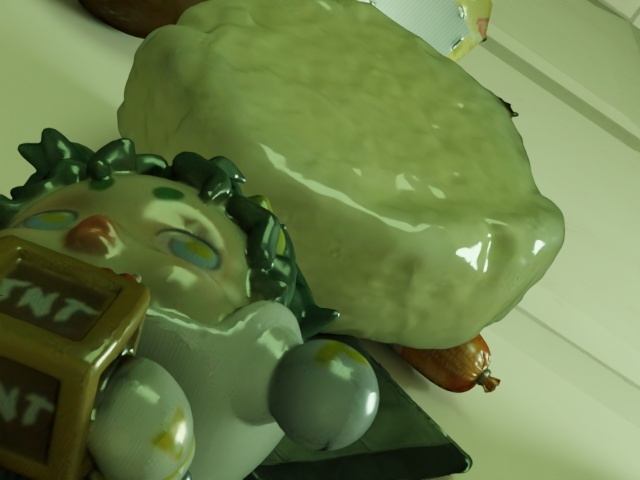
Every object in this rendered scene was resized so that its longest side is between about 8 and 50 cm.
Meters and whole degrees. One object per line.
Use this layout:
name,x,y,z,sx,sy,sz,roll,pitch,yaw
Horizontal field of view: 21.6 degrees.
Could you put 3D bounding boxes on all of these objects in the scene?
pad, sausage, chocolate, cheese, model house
pad,-0.016,0.099,1.061,0.174,0.022,0.233,46,23,25
sausage,0.000,0.000,1.262,0.348,0.053,0.053,41,20,17
chocolate,-0.150,-0.255,1.456,0.177,0.177,0.177,31,20,-13
cheese,0.019,-0.059,1.205,0.326,0.115,0.318,33,33,2
model house,0.045,-0.250,1.726,0.136,0.207,0.219,25,-24,46

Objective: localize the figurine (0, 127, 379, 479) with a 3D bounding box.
figurine,-0.115,0.067,0.738,0.261,0.186,0.382,25,25,3
